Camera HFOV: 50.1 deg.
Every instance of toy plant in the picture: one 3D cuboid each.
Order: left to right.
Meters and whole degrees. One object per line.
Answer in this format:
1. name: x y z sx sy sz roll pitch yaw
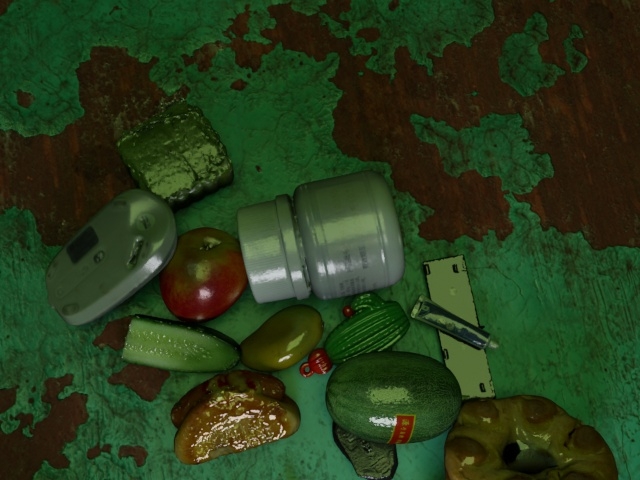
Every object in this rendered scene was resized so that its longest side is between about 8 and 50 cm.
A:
1. toy plant: 0.082 0.219 1.429 0.154 0.088 0.240 36 89 -12

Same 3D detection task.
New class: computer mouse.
1. computer mouse: -0.426 0.035 1.406 0.331 0.095 0.197 -36 65 14
2. computer mouse: 0.090 0.417 1.399 0.099 0.057 0.172 -37 68 -10

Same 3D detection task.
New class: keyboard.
1. keyboard: 0.301 0.190 1.478 0.106 0.027 0.317 -9 77 -2

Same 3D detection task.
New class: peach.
1. peach: -0.242 0.075 1.425 0.190 0.192 0.190 12 41 -11

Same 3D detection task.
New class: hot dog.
1. hot dog: -0.174 0.336 1.360 0.256 0.150 0.153 -15 88 -6

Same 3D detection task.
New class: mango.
1. mango: -0.077 0.208 1.412 0.191 0.085 0.122 -39 49 -2

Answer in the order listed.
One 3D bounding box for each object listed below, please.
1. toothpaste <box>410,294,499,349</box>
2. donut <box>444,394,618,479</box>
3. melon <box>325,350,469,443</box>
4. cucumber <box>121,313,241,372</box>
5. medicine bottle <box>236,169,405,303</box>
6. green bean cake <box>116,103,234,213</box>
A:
1. toothpaste: 0.287 0.181 1.449 0.197 0.035 0.057 27 75 9
2. donut: 0.391 0.439 1.310 0.317 0.150 0.299 28 43 27
3. melon: 0.153 0.305 1.338 0.287 0.182 0.182 1 77 -3
4. cucumber: -0.279 0.213 1.407 0.243 0.063 0.115 13 111 3
5. medicine bottle: 0.000 0.000 1.392 0.306 0.245 0.245 -12 78 -1
6. green bean cake: -0.311 -0.174 1.483 0.214 0.113 0.200 -32 80 -11
